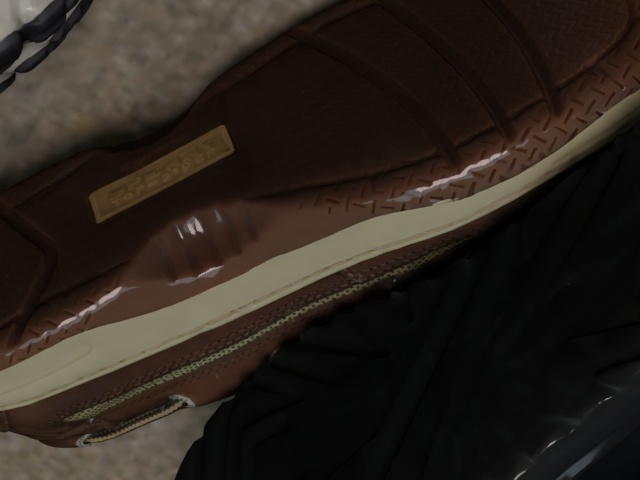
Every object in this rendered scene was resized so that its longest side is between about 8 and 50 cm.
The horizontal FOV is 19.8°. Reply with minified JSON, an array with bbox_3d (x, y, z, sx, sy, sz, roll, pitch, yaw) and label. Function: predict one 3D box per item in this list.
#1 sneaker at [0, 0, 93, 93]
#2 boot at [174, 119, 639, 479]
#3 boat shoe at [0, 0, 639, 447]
[{"bbox_3d":[-0.195,-0.048,0.573,0.275,0.107,0.110,-33,93,12],"label":"sneaker"},{"bbox_3d":[0.102,0.072,0.578,0.246,0.094,0.207,-38,138,21],"label":"boot"},{"bbox_3d":[-0.002,-0.006,0.591,0.257,0.095,0.095,-21,139,11],"label":"boat shoe"}]
